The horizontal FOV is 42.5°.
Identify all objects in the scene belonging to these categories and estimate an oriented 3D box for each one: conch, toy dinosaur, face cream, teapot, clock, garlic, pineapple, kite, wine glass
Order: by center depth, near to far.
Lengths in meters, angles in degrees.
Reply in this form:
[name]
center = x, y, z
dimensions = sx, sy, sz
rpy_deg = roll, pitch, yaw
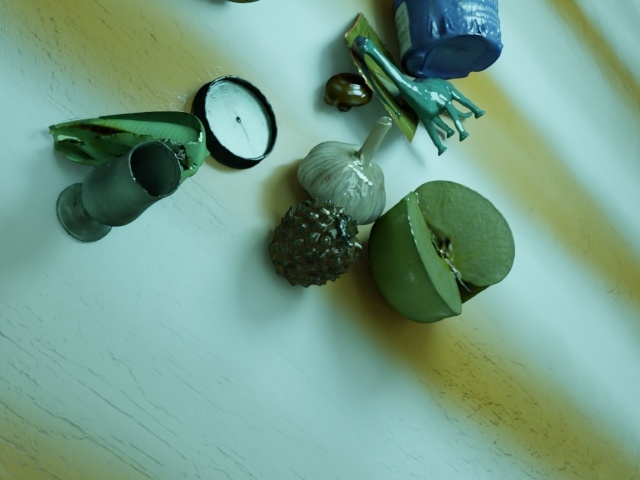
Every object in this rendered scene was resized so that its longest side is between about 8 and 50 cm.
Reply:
[wine glass]
center = -0.309, -0.074, 1.256
dimensions = 0.103, 0.231, 0.103
rpy_deg = 15, 66, -37
[conch]
center = -0.297, -0.152, 1.354
dimensions = 0.250, 0.137, 0.143
rpy_deg = 2, 55, -46
[pineapple]
center = 0.000, 0.000, 1.537
dimensions = 0.166, 0.193, 0.166
rpy_deg = 25, 54, -40
[clock]
center = -0.160, -0.230, 1.582
dimensions = 0.184, 0.040, 0.184
rpy_deg = 17, 64, -37
[garlic]
center = 0.081, -0.151, 1.638
dimensions = 0.199, 0.226, 0.199
rpy_deg = 32, 27, -19
[teapot]
center = 0.056, -0.316, 1.792
dimensions = 0.098, 0.078, 0.129
rpy_deg = 32, 31, 23
[kite]
center = 0.159, -0.370, 1.894
dimensions = 0.327, 0.013, 0.377
rpy_deg = 22, 45, -50
[toy dinosaur]
center = 0.231, -0.375, 1.928
dimensions = 0.331, 0.129, 0.383
rpy_deg = 49, 26, -7
[face cream]
center = 0.305, -0.526, 1.972
dimensions = 0.249, 0.249, 0.225
rpy_deg = 7, 73, -41

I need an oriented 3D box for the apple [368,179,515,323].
[apple]
center = 0.229, 0.028, 1.711
dimensions = 0.295, 0.233, 0.258
rpy_deg = -33, 86, -34

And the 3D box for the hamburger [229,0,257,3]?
[hamburger]
center = -0.156, -0.547, 1.622
dimensions = 0.175, 0.175, 0.137
rpy_deg = 29, 63, -32
